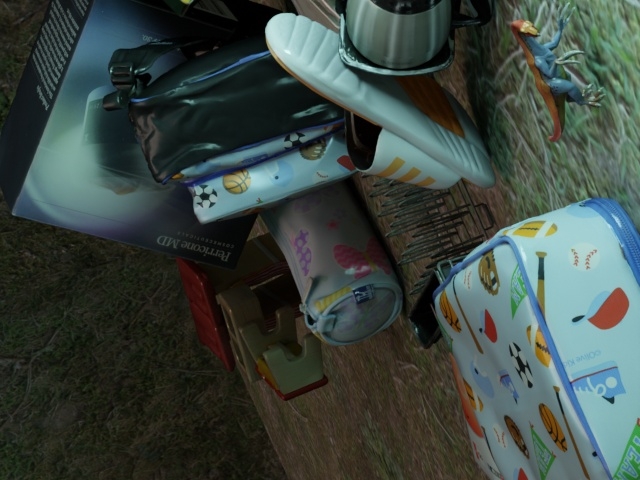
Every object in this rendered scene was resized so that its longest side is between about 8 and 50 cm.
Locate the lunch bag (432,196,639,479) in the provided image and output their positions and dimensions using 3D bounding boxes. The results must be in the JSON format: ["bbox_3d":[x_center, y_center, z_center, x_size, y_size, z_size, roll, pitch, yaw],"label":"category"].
[{"bbox_3d":[0.191,0.108,1.368,0.303,0.115,0.243,118,130,-76],"label":"lunch bag"}]

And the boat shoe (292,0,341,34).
[{"bbox_3d":[-0.019,-0.311,1.632,0.156,0.136,0.367,94,152,-68],"label":"boat shoe"}]

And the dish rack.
[{"bbox_3d":[0.092,-0.046,1.727,0.208,0.074,0.271,109,141,-74],"label":"dish rack"}]

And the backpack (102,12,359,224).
[{"bbox_3d":[-0.061,-0.142,1.912,0.263,0.277,0.213,-78,-27,-74],"label":"backpack"}]

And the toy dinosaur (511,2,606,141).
[{"bbox_3d":[0.155,-0.116,1.230,0.082,0.090,0.047,27,-162,-18],"label":"toy dinosaur"}]

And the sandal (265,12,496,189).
[{"bbox_3d":[0.038,-0.106,1.505,0.265,0.076,0.102,27,-145,-35],"label":"sandal"}]

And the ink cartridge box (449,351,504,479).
[{"bbox_3d":[0.188,0.202,1.780,0.179,0.045,0.145,-121,14,-60],"label":"ink cartridge box"}]

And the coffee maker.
[{"bbox_3d":[0.057,-0.238,1.389,0.178,0.120,0.171,94,155,-66],"label":"coffee maker"}]

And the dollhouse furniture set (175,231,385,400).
[{"bbox_3d":[-0.033,0.107,2.421,0.374,0.201,0.152,41,150,58],"label":"dollhouse furniture set"}]

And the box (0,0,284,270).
[{"bbox_3d":[-0.197,-0.153,2.142,0.294,0.296,0.182,-66,27,19],"label":"box"}]

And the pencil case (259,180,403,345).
[{"bbox_3d":[0.000,0.000,2.195,0.113,0.124,0.273,82,166,-53],"label":"pencil case"}]

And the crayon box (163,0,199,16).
[{"bbox_3d":[-0.181,-0.408,1.779,0.323,0.203,0.083,44,172,-5],"label":"crayon box"}]
